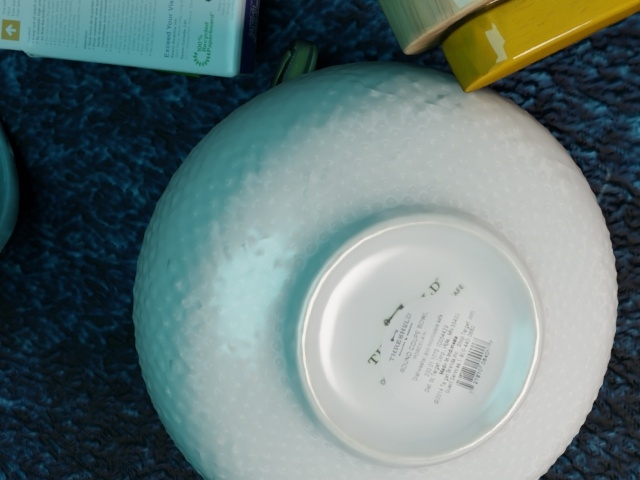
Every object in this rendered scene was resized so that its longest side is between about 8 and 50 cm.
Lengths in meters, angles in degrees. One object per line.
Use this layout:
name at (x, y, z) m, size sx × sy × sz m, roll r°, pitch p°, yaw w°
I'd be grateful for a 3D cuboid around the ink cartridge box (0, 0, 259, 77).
ink cartridge box at (-0.147, -0.239, 1.001) m, size 0.224 × 0.045 × 0.223 m, roll 9°, pitch 100°, yaw 16°

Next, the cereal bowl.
cereal bowl at (0.047, 0.050, 0.913) m, size 0.339 × 0.141 × 0.338 m, roll -2°, pitch 98°, yaw -11°

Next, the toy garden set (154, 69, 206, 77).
toy garden set at (-0.173, -0.260, 1.053) m, size 0.204 × 0.049 × 0.244 m, roll 11°, pitch 101°, yaw 17°

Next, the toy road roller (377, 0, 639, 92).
toy road roller at (0.176, -0.251, 0.813) m, size 0.330 × 0.240 × 0.202 m, roll -27°, pitch 88°, yaw -7°

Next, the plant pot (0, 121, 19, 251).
plant pot at (-0.471, -0.007, 1.075) m, size 0.334 × 0.341 × 0.341 m, roll -42°, pitch 83°, yaw 28°

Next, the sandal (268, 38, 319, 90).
sandal at (0.000, 0.001, 1.027) m, size 0.086 × 0.120 × 0.302 m, roll -6°, pitch 99°, yaw -6°
